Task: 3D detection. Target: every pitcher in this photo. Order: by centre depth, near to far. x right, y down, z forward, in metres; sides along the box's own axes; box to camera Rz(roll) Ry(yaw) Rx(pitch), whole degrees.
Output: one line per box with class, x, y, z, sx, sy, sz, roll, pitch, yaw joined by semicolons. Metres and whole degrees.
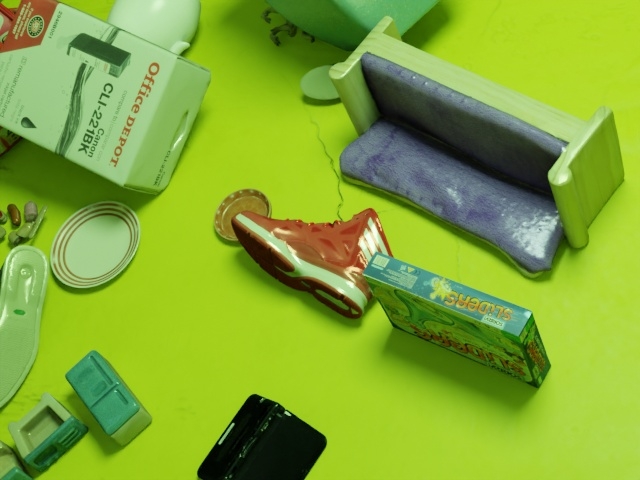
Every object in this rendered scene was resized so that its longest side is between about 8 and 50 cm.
pitcher;-0.256;-0.290;1.686;0.177;0.125;0.207;36;88;20

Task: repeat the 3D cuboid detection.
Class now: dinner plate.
dinner plate;-0.316;0.007;1.580;0.141;0.017;0.141;-11;57;17

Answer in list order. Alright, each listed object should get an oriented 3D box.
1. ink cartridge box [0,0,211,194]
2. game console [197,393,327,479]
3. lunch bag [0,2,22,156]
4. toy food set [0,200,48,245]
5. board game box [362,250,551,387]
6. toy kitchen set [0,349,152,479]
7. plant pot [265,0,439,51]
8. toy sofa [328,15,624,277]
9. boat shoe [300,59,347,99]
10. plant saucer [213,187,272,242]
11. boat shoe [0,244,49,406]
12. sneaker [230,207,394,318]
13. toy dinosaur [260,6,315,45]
ink cartridge box;-0.320;-0.210;1.585;0.272;0.114;0.197;26;96;18
game console;-0.071;0.258;1.331;0.122;0.071;0.107;-54;27;-16
lunch bag;-0.541;-0.277;1.791;0.258;0.120;0.293;-43;56;-12
toy food set;-0.453;-0.026;1.656;0.122;0.019;0.078;4;61;33
board game box;0.155;0.089;1.268;0.201;0.136;0.035;21;69;32
toy kitchen set;-0.346;0.221;1.367;0.207;0.166;0.122;-43;54;-7
plant pot;0.042;-0.398;1.520;0.247;0.252;0.248;-43;20;-13
toy sofa;0.175;-0.119;1.380;0.362;0.150;0.177;31;74;33
boat shoe;0.039;-0.232;1.572;0.137;0.049;0.043;-14;14;16
plant saucer;-0.105;-0.033;1.523;0.083;0.013;0.084;-10;58;15
boat shoe;-0.431;0.125;1.531;0.079;0.084;0.233;-22;51;57
sneaker;0.000;0.000;1.431;0.221;0.087;0.128;34;68;22
toy dinosaur;-0.043;-0.340;1.676;0.183;0.053;0.092;35;62;27
